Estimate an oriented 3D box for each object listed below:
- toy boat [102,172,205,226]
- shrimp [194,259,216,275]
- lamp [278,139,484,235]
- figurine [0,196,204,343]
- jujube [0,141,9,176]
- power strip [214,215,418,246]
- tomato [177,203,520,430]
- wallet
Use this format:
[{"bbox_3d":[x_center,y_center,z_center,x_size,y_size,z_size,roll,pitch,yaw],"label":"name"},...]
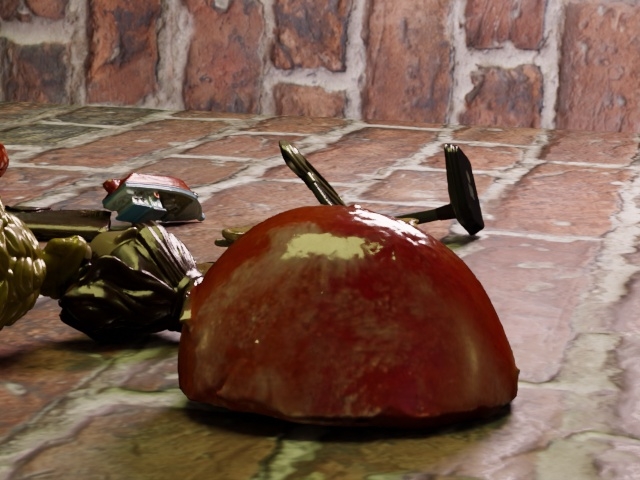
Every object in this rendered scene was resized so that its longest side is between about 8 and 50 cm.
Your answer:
[{"bbox_3d":[-0.221,-0.049,2.269,0.069,0.059,0.173,-37,-26,29],"label":"toy boat"},{"bbox_3d":[-0.133,0.042,1.859,0.190,0.042,0.101,-1,3,-10],"label":"shrimp"},{"bbox_3d":[0.095,-0.057,2.324,0.283,0.125,0.203,2,-10,20],"label":"lamp"},{"bbox_3d":[-0.258,0.031,1.608,0.315,0.187,0.168,3,2,-43],"label":"figurine"},{"bbox_3d":[-0.565,-0.137,2.481,0.168,0.168,0.236,8,-5,31],"label":"jujube"},{"bbox_3d":[0.000,0.000,2.104,0.305,0.044,0.064,-4,12,-35],"label":"power strip"},{"bbox_3d":[0.026,0.054,1.454,0.308,0.170,0.309,0,11,0],"label":"tomato"},{"bbox_3d":[-0.392,-0.025,2.206,0.232,0.031,0.122,0,12,-5],"label":"wallet"}]
